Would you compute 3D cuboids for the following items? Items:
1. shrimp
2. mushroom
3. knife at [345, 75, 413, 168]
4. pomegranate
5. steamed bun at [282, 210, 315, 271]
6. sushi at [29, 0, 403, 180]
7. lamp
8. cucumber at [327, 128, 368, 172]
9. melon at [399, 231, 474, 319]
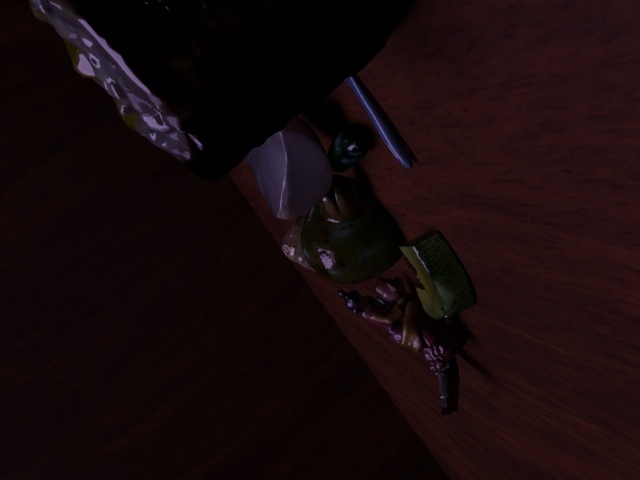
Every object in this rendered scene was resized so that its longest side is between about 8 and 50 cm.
[{"bbox_3d":[0.212,0.228,1.504,0.185,0.068,0.287,2,-126,-53],"label":"shrimp"},{"bbox_3d":[-0.096,-0.205,1.292,0.397,0.126,0.177,-125,24,-50],"label":"mushroom"},{"bbox_3d":[0.034,-0.227,0.990,0.313,0.019,0.044,56,174,-5],"label":"knife"},{"bbox_3d":[0.047,-0.008,1.343,0.190,0.159,0.241,49,168,11],"label":"pomegranate"},{"bbox_3d":[0.000,0.000,1.540,0.172,0.155,0.141,39,146,41],"label":"steamed bun"},{"bbox_3d":[-0.099,-0.236,0.707,0.299,0.294,0.281,55,168,-25],"label":"sushi"},{"bbox_3d":[0.157,0.142,1.383,0.253,0.118,0.118,38,171,2],"label":"lamp"},{"bbox_3d":[0.041,-0.144,1.164,0.056,0.056,0.250,53,174,-3],"label":"cucumber"},{"bbox_3d":[0.190,0.063,1.188,0.118,0.064,0.209,51,171,52],"label":"melon"}]
